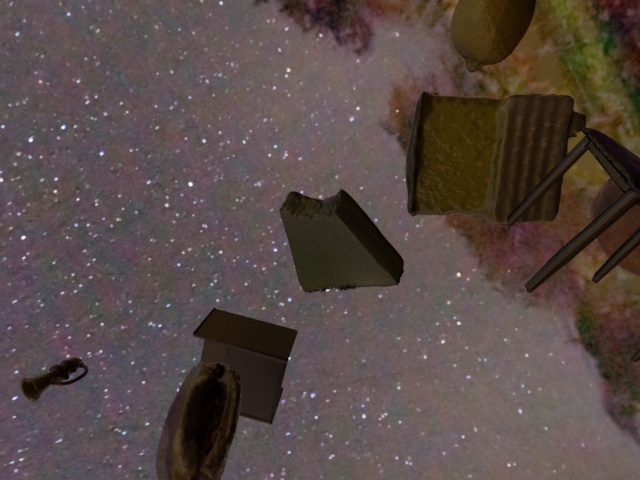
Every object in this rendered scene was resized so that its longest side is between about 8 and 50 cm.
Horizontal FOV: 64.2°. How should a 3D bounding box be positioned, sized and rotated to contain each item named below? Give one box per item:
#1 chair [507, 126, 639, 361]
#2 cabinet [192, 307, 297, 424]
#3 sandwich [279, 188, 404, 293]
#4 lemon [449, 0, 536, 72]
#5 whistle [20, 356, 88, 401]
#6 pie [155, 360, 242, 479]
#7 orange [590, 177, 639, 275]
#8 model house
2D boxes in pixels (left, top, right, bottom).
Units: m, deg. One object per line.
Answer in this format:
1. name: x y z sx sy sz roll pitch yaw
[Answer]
1. chair: 0.357 -0.043 0.543 0.166 0.272 0.188 33 -150 -7
2. cabinet: -0.183 0.282 1.179 0.148 0.215 0.174 -68 -8 -72
3. sandwich: 0.000 0.000 0.900 0.212 0.245 0.063 48 -126 -26
4. lemon: 0.181 -0.235 0.544 0.082 0.110 0.082 21 -156 -10
5. whistle: -0.470 0.241 0.916 0.109 0.057 0.046 -30 -79 -55
6. pie: -0.158 0.250 0.641 0.084 0.178 0.205 17 -151 -14
7. orange: 0.668 -0.052 0.979 0.183 0.249 0.249 -44 -73 -37
8. model house: 0.262 -0.126 0.769 0.175 0.234 0.193 -24 -61 -62
